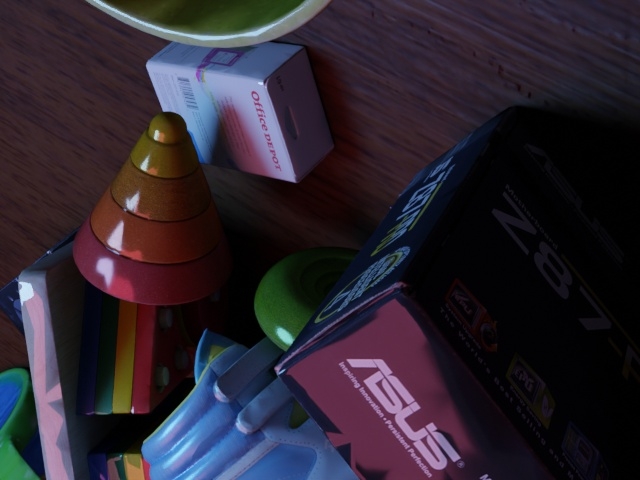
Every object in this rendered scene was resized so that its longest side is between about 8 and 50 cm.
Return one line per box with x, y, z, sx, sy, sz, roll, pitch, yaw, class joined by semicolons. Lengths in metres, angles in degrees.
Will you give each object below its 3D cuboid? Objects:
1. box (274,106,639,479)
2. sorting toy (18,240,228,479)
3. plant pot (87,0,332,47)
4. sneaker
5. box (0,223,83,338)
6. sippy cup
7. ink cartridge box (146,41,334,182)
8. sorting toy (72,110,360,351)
0.168;0.140;0.815;0.097;0.318;0.395;-36;96;24;box
-0.138;0.117;1.173;0.089;0.257;0.256;-3;102;14;sorting toy
0.003;-0.271;0.594;0.274;0.293;0.275;29;142;26;plant pot
0.019;0.131;1.034;0.208;0.319;0.127;64;171;7;sneaker
-0.221;0.069;1.392;0.147;0.077;0.180;52;147;-7;box
-0.350;0.307;1.672;0.240;0.305;0.224;-36;112;13;sippy cup
-0.058;-0.100;1.058;0.122;0.052;0.088;15;136;39;ink cartridge box
0.000;0.000;1.015;0.365;0.127;0.126;18;125;11;sorting toy
